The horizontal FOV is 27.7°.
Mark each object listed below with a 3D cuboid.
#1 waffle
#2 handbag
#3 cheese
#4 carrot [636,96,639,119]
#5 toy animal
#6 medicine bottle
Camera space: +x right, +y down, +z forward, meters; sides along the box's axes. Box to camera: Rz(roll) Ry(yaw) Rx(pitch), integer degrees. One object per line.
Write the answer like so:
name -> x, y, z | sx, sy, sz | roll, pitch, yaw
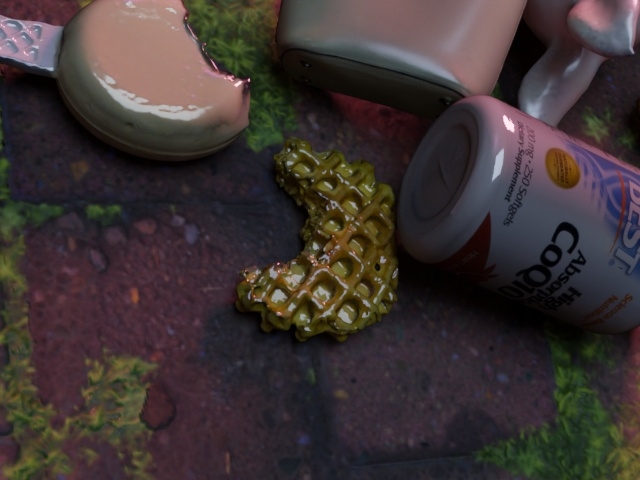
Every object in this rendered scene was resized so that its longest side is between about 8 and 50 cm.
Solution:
waffle -> 0.001, -0.001, 1.154 | 0.149, 0.051, 0.194 | 12, 63, -19
handbag -> 0.091, -0.281, 1.226 | 0.241, 0.109, 0.315 | 16, 80, 1
cheese -> -0.191, -0.139, 1.126 | 0.248, 0.071, 0.163 | -9, 69, -26
carrot -> 0.453, -0.058, 1.337 | 0.114, 0.114, 0.302 | -39, 86, -32
toy animal -> 0.311, -0.263, 1.315 | 0.241, 0.196, 0.367 | 40, 54, 8
medicine bottle -> 0.225, -0.009, 1.178 | 0.288, 0.157, 0.157 | 22, 59, -22
